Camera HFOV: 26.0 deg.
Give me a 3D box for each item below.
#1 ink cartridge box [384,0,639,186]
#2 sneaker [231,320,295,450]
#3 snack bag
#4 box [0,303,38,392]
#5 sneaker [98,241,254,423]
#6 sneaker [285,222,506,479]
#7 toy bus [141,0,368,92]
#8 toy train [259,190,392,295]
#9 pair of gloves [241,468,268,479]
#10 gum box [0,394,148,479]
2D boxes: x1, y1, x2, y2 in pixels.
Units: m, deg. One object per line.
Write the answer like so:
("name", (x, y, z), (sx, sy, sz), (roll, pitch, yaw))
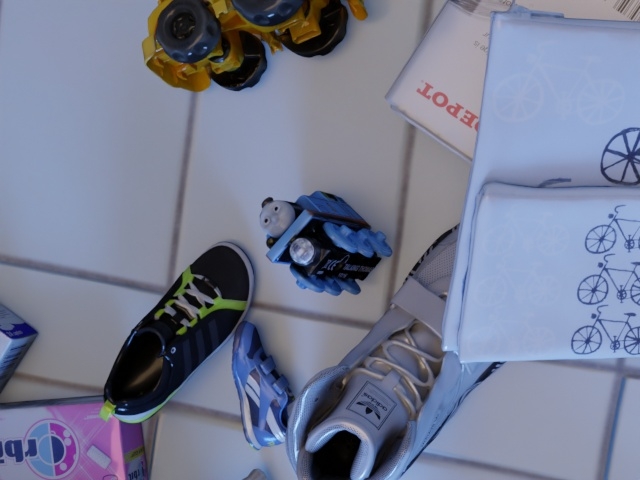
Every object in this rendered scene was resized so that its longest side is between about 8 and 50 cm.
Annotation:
("ink cartridge box", (0.243, -0.202, 1.360), (0.223, 0.129, 0.307), (35, 101, 9))
("sneaker", (-0.059, 0.155, 1.505), (0.059, 0.053, 0.144), (-9, 100, 16))
("snack bag", (0.288, -0.045, 1.294), (0.323, 0.037, 0.342), (1, 111, -15))
("box", (-0.418, 0.119, 1.587), (0.137, 0.072, 0.126), (36, 102, 9))
("sneaker", (-0.150, 0.101, 1.478), (0.084, 0.097, 0.234), (33, 80, 10))
("sneaker", (0.094, 0.126, 1.379), (0.137, 0.210, 0.365), (37, 102, 10))
("toy bus", (-0.089, -0.284, 1.446), (0.220, 0.149, 0.211), (-24, 74, 18))
("toy train", (0.000, 0.000, 1.415), (0.105, 0.184, 0.080), (44, 104, 20))
("pair of gloves", (-0.080, 0.380, 1.454), (0.042, 0.204, 0.240), (-20, 93, 44))
("gum box", (-0.297, 0.235, 1.567), (0.188, 0.062, 0.107), (-6, 92, 15))
